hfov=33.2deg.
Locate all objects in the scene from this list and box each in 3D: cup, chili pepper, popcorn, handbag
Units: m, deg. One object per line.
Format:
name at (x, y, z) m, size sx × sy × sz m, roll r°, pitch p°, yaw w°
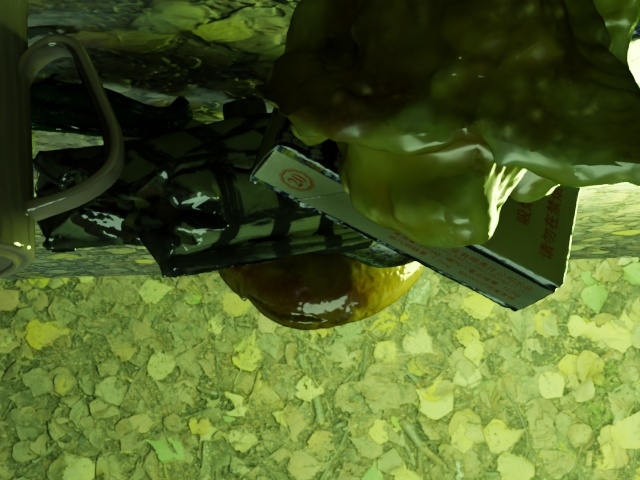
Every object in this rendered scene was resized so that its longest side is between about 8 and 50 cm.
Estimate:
cup at (-0.348, -0.102, 1.004) m, size 0.288 × 0.273 × 0.208 m, roll 0°, pitch 165°, yaw -31°
chili pepper at (-0.293, -0.159, 1.295) m, size 0.279 × 0.065 × 0.122 m, roll 3°, pitch -176°, yaw -8°
popcorn at (0.132, -0.151, 0.847) m, size 0.321 × 0.325 × 0.290 m, roll 42°, pitch 178°, yaw 7°
handbag at (-0.102, -0.055, 1.175) m, size 0.327 × 0.162 × 0.325 m, roll -9°, pitch -172°, yaw -37°

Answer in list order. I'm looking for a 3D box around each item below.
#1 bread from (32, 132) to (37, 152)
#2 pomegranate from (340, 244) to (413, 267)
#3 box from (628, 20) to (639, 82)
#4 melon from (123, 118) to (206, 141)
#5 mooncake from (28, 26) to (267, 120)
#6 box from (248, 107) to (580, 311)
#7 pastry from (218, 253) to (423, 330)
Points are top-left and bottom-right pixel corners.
bread at (-0.558, -0.048, 1.489) m, size 0.346 × 0.242 × 0.405 m, roll 2°, pitch 174°, yaw -40°
pomegranate at (0.087, -0.094, 1.421) m, size 0.204 × 0.222 × 0.276 m, roll 5°, pitch 138°, yaw 4°
box at (0.262, -0.202, 1.094) m, size 0.259 × 0.071 × 0.168 m, roll -9°, pitch 168°, yaw 36°
melon at (-0.217, -0.098, 1.443) m, size 0.192 × 0.139 × 0.139 m, roll -11°, pitch 168°, yaw 19°
mooncake at (-0.191, -0.174, 1.245) m, size 0.150 × 0.057 × 0.347 m, roll -14°, pitch 166°, yaw 19°
box at (0.105, -0.085, 1.048) m, size 0.310 × 0.198 × 0.084 m, roll 26°, pitch 150°, yaw -14°
pastry at (0.000, 0.000, 1.652) m, size 0.356 × 0.163 × 0.356 m, roll 1°, pitch -149°, yaw 0°
